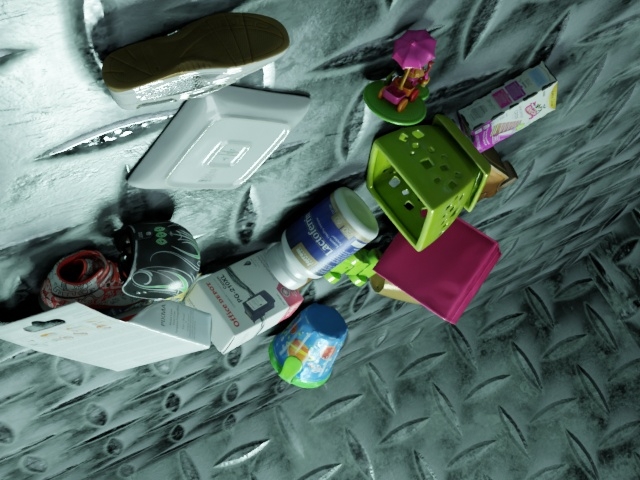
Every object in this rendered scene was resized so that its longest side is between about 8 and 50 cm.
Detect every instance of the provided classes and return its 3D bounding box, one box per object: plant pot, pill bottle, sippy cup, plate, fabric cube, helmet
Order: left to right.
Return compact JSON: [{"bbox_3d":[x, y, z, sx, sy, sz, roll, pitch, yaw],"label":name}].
[{"bbox_3d":[-0.325,0.040,1.584,0.162,0.169,0.169,8,141,-33],"label":"helmet"},{"bbox_3d":[-0.179,-0.173,1.441,0.277,0.045,0.278,-4,149,-50],"label":"plate"},{"bbox_3d":[-0.027,0.340,2.624,0.240,0.305,0.224,16,126,-23],"label":"sippy cup"},{"bbox_3d":[0.000,0.000,1.924,0.265,0.153,0.153,-38,158,21],"label":"pill bottle"},{"bbox_3d":[0.295,0.106,2.502,0.255,0.237,0.237,-3,150,-24],"label":"plant pot"},{"bbox_3d":[0.260,-0.148,1.832,0.207,0.227,0.228,-31,160,-14],"label":"plant pot"},{"bbox_3d":[0.343,0.062,2.243,0.258,0.254,0.259,-57,162,1],"label":"fabric cube"}]

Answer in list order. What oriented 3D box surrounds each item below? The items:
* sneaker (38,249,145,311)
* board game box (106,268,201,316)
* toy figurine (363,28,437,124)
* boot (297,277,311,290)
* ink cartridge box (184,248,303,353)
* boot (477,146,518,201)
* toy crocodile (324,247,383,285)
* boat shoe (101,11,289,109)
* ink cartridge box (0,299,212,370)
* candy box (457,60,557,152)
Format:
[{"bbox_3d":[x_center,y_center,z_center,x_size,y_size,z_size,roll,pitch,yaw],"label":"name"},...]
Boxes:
[{"bbox_3d":[-0.442,0.078,1.621,0.270,0.090,0.145,-10,155,-36],"label":"sneaker"},{"bbox_3d":[-0.409,0.138,1.875,0.165,0.042,0.243,-10,153,-41],"label":"board game box"},{"bbox_3d":[0.177,-0.329,1.472,0.173,0.130,0.159,-40,161,-41],"label":"toy figurine"},{"bbox_3d":[-0.118,0.161,2.151,0.280,0.096,0.264,-40,166,5],"label":"boot"},{"bbox_3d":[-0.191,0.149,1.943,0.237,0.172,0.100,-26,162,-41],"label":"ink cartridge box"},{"bbox_3d":[0.416,-0.168,2.179,0.220,0.109,0.283,-30,164,22],"label":"boot"},{"bbox_3d":[0.090,0.058,2.278,0.115,0.105,0.341,-41,152,25],"label":"toy crocodile"},{"bbox_3d":[-0.182,-0.262,1.161,0.277,0.098,0.096,-16,158,-9],"label":"boat shoe"},{"bbox_3d":[-0.478,0.185,1.697,0.308,0.091,0.385,-17,151,30],"label":"ink cartridge box"},{"bbox_3d":[0.457,-0.317,1.891,0.233,0.071,0.159,-31,159,5],"label":"candy box"}]
